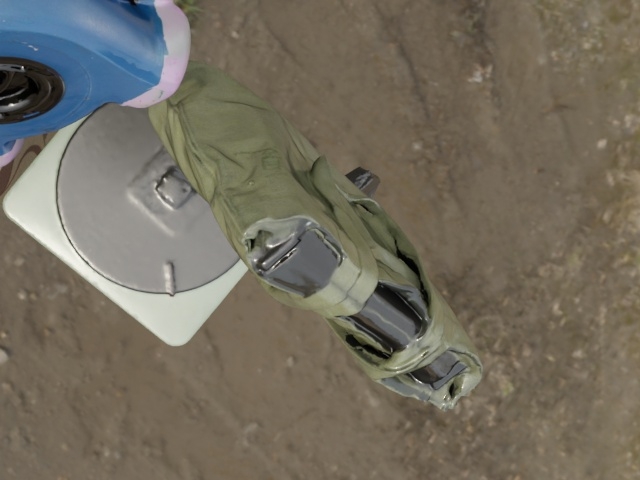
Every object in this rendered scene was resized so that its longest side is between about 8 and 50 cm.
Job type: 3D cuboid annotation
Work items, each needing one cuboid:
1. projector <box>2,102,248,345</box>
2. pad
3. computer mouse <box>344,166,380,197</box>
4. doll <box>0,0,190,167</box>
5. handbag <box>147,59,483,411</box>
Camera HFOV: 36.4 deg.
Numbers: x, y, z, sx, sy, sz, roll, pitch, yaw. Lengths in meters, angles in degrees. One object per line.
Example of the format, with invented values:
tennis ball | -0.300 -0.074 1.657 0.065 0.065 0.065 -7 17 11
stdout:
projector | -0.176 -0.056 1.095 0.257 0.079 0.259 40 89 -5
pad | -0.490 -0.207 1.773 0.330 0.004 0.220 -58 170 29
computer mouse | 0.019 -0.060 1.828 0.217 0.073 0.122 -32 174 -8
doll | -0.228 -0.229 0.627 0.284 0.309 0.240 -15 162 4
handbag | -0.001 0.000 0.792 0.109 0.253 0.316 -42 131 8
